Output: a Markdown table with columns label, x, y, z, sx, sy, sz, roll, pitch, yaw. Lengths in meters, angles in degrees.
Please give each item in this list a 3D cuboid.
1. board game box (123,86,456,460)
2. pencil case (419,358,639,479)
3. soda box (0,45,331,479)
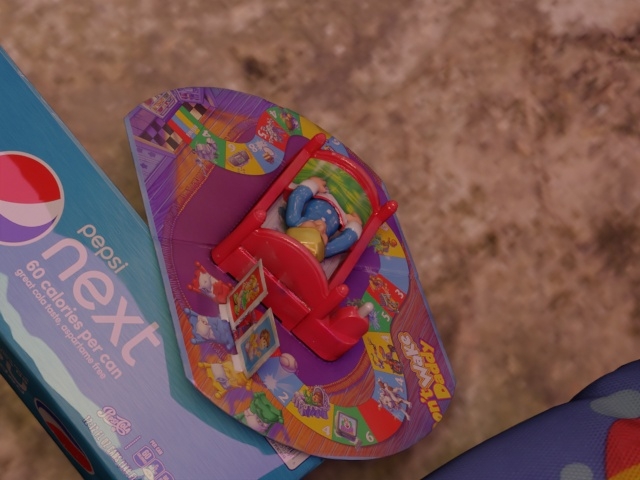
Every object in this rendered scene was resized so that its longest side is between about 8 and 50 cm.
| label | x | y | z | sx | sy | sz | roll | pitch | yaw |
| --- | --- | --- | --- | --- | --- | --- | --- | --- | --- |
| board game box | 0.000 | 0.000 | 0.471 | 0.133 | 0.033 | 0.168 | 9 | 52 | -39 |
| pencil case | 0.022 | 0.146 | 0.403 | 0.306 | 0.133 | 0.119 | -24 | 69 | -6 |
| soda box | -0.094 | 0.023 | 0.464 | 0.067 | 0.071 | 0.210 | -37 | 86 | -22 |
